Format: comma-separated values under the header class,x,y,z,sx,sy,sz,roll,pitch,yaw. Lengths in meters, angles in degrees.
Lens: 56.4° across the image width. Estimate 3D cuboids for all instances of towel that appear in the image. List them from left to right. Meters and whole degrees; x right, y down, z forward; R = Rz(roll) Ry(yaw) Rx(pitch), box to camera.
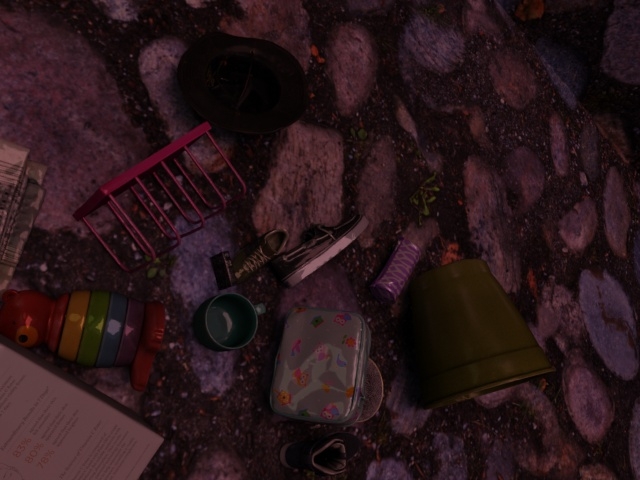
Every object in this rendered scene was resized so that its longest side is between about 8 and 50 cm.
class,x,y,z,sx,sy,sz,roll,pitch,yaw
towel,-0.702,-0.072,1.113,0.324,0.056,0.312,22,64,-33

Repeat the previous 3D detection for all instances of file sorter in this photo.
class,x,y,z,sx,sy,sz,roll,pitch,yaw
file sorter,-0.338,-0.085,1.298,0.291,0.202,0.182,-44,104,-36

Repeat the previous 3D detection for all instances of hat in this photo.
class,x,y,z,sx,sy,sz,roll,pitch,yaw
hat,-0.203,-0.370,1.524,0.332,0.134,0.331,8,63,-16

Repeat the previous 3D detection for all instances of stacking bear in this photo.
class,x,y,z,sx,sy,sz,roll,pitch,yaw
stacking bear,-0.468,0.169,1.159,0.289,0.175,0.164,14,27,-22

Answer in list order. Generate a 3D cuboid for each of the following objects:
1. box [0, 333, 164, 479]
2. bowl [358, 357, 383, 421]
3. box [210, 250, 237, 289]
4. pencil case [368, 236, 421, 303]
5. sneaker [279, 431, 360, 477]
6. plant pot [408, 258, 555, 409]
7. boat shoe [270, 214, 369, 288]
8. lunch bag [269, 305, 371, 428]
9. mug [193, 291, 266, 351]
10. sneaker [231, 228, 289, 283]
class,x,y,z,sx,sy,sz,roll,pitch,yaw
box,-0.489,0.334,1.026,0.345,0.168,0.215,44,69,-29
bowl,0.072,0.379,1.532,0.170,0.080,0.170,12,69,-33
box,-0.230,0.071,1.413,0.018,0.067,0.083,-12,83,-38
pencil case,0.218,0.084,1.723,0.088,0.086,0.206,53,52,-27
sneaker,0.040,0.505,1.421,0.226,0.163,0.086,2,74,-37
plant pot,0.412,0.252,1.681,0.367,0.366,0.352,0,64,-36
boat shoe,-0.002,0.001,1.576,0.306,0.113,0.105,-37,93,-22
lunch bag,0.008,0.305,1.422,0.108,0.224,0.279,67,31,-64
mug,-0.213,0.193,1.370,0.158,0.097,0.129,20,65,-31
sneaker,-0.150,0.031,1.471,0.064,0.086,0.192,53,53,-12
